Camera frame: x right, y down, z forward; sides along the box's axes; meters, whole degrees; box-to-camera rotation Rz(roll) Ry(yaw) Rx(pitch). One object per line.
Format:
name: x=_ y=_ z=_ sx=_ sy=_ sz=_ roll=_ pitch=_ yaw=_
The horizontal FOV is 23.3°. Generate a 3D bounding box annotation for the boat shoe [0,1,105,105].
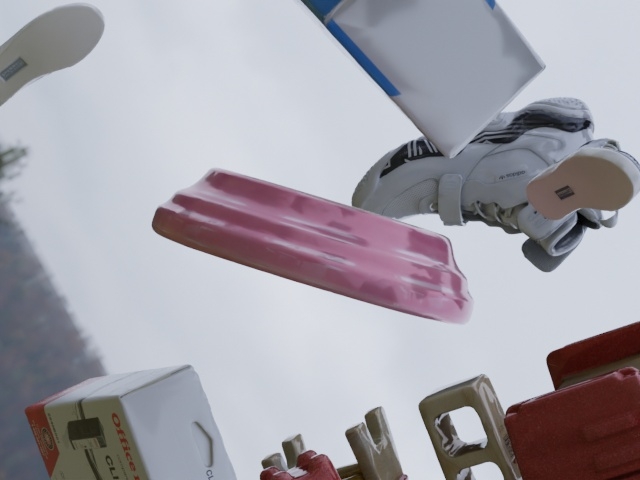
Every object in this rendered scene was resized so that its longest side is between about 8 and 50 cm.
boat shoe: x=-0.307 y=-0.202 z=1.670 sx=0.066 sy=0.184 sz=0.063 roll=46 pitch=20 yaw=-22

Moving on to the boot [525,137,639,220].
boot: x=0.277 y=-0.074 z=1.527 sx=0.069 sy=0.086 sz=0.190 roll=54 pitch=-19 yaw=-9

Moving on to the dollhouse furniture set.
dollhouse furniture set: x=0.124 y=0.202 z=1.243 sx=0.152 sy=0.374 sz=0.201 roll=68 pitch=22 yaw=-2

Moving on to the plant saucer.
plant saucer: x=0.000 y=0.000 z=1.553 sx=0.332 sy=0.332 sz=0.084 roll=19 pitch=-88 yaw=65

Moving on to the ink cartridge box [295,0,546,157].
ink cartridge box: x=0.048 y=-0.319 z=1.837 sx=0.285 sy=0.166 sz=0.395 roll=42 pitch=7 yaw=-44

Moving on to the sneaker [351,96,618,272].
sneaker: x=0.234 y=-0.053 z=2.182 sx=0.137 sy=0.366 sz=0.210 roll=64 pitch=8 yaw=-61

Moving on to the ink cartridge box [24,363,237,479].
ink cartridge box: x=-0.237 y=0.272 z=1.950 sx=0.273 sy=0.114 sz=0.197 roll=-15 pitch=-83 yaw=53
